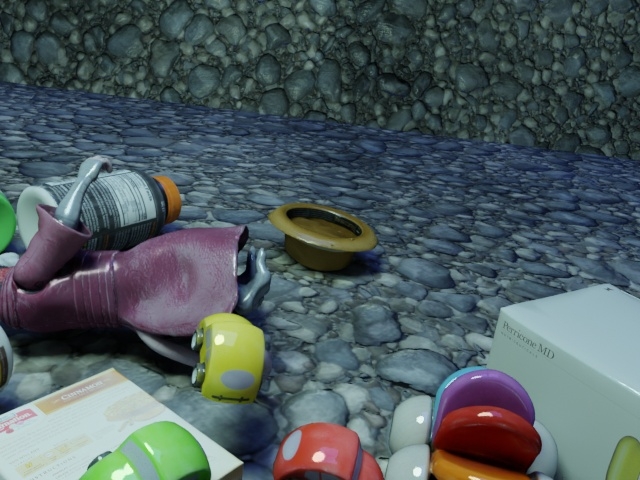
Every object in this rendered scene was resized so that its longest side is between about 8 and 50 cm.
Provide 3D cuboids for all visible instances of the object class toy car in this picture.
[{"bbox_3d":[-0.078,0.153,0.478,0.239,0.053,0.225,43,35,26],"label":"toy car"},{"bbox_3d":[0.144,0.185,0.553,0.159,0.136,0.182,10,21,8],"label":"toy car"}]

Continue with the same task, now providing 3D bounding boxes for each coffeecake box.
[{"bbox_3d":[-0.181,0.197,0.510,0.185,0.068,0.142,22,26,33],"label":"coffeecake box"}]

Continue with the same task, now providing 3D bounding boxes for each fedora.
[{"bbox_3d":[0.000,0.000,1.060,0.194,0.079,0.194,12,22,-5],"label":"fedora"}]

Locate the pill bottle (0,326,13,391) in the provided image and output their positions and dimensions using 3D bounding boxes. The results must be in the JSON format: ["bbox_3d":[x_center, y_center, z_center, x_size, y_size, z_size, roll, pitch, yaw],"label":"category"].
[{"bbox_3d":[-0.381,0.141,0.522,0.117,0.117,0.215,11,21,9],"label":"pill bottle"}]

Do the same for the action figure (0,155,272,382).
[{"bbox_3d":[-0.252,0.071,0.735,0.370,0.248,0.276,-3,57,-11],"label":"action figure"}]

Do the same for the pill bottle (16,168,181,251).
[{"bbox_3d":[-0.345,-0.045,0.993,0.130,0.131,0.245,20,24,30],"label":"pill bottle"}]

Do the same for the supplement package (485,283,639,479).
[{"bbox_3d":[0.335,0.174,0.634,0.204,0.145,0.262,-6,25,-32],"label":"supplement package"}]

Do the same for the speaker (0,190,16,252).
[{"bbox_3d":[-0.603,-0.065,0.965,0.296,0.131,0.131,23,26,35],"label":"speaker"}]
